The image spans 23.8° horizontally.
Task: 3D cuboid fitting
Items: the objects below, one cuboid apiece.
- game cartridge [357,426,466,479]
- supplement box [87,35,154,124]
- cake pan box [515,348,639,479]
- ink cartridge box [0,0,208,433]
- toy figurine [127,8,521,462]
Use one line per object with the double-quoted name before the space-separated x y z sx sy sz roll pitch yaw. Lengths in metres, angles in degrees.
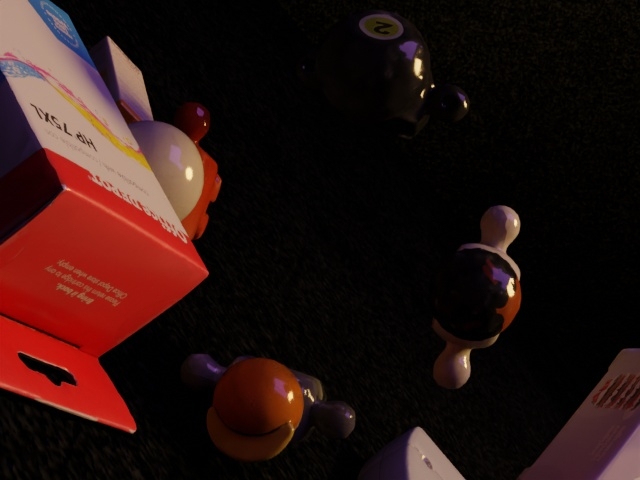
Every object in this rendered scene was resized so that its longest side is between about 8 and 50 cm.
"game cartridge" 0.097 0.237 0.951 0.196 0.060 0.294 54 9 -15
"supplement box" -0.136 -0.075 0.920 0.036 0.062 0.098 46 13 -31
"cake pan box" 0.176 0.232 0.807 0.246 0.267 0.070 50 -25 -13
"ink cartridge box" -0.138 -0.032 0.714 0.231 0.078 0.134 59 11 27
"toy figurine" 0.000 0.000 0.836 0.148 0.213 0.210 46 21 -83
